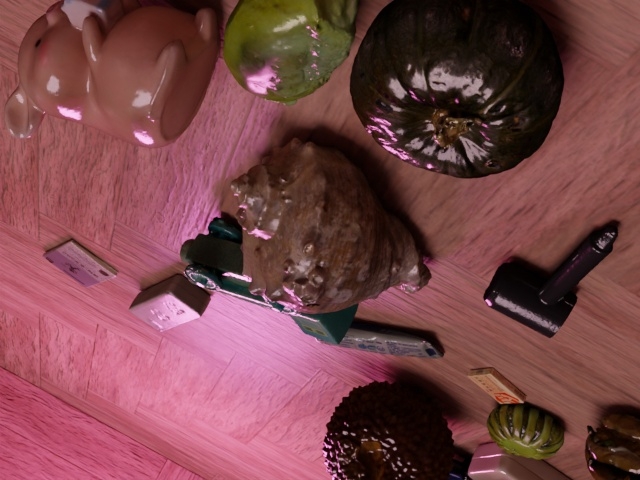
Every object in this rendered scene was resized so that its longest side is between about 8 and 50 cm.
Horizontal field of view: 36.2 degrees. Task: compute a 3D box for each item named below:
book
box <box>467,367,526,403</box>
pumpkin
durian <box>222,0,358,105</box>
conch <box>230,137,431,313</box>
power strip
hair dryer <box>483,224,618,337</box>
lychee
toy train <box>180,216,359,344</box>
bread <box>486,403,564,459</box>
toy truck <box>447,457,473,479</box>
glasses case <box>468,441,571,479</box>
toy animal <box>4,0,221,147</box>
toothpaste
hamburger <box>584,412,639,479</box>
[{"bbox_3d":[-0.526,0.053,2.137,0.127,0.014,0.181,39,151,-22],"label":"book"},{"bbox_3d":[0.307,0.254,1.706,0.093,0.015,0.058,41,149,-21],"label":"box"},{"bbox_3d":[0.136,-0.157,0.996,0.223,0.157,0.224,12,147,8],"label":"pumpkin"},{"bbox_3d":[-0.041,-0.221,1.108,0.139,0.101,0.250,34,153,-12],"label":"durian"},{"bbox_3d":[-0.011,0.013,1.397,0.352,0.210,0.297,47,162,-29],"label":"conch"},{"bbox_3d":[-0.328,0.138,2.059,0.093,0.053,0.288,37,151,-18],"label":"power strip"},{"bbox_3d":[0.309,0.041,1.285,0.114,0.071,0.248,27,149,1],"label":"hair dryer"},{"bbox_3d":[0.136,0.400,1.883,0.267,0.268,0.267,22,153,12],"label":"lychee"},{"bbox_3d":[-0.091,0.070,1.650,0.298,0.120,0.194,16,158,28],"label":"toy train"},{"bbox_3d":[0.364,0.345,1.753,0.139,0.071,0.130,18,147,19],"label":"bread"},{"bbox_3d":[0.252,0.546,2.090,0.161,0.177,0.213,14,149,24],"label":"toy truck"},{"bbox_3d":[0.450,0.511,1.959,0.312,0.070,0.131,35,152,-13],"label":"glasses case"},{"bbox_3d":[-0.264,-0.219,1.229,0.256,0.195,0.213,24,145,15],"label":"toy animal"},{"bbox_3d":[0.086,0.174,1.740,0.268,0.047,0.069,8,128,31],"label":"toothpaste"},{"bbox_3d":[0.515,0.370,1.595,0.183,0.130,0.206,17,153,26],"label":"hamburger"}]
